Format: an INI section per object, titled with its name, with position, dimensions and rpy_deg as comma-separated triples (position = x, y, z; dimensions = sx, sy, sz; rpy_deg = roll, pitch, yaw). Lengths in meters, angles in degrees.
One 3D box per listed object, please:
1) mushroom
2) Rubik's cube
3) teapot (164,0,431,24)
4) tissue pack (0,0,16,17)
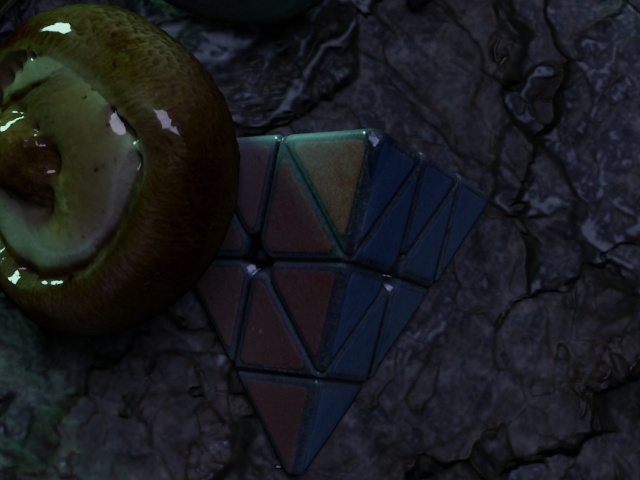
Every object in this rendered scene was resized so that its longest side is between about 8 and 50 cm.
[mushroom]
position = -0.170, -0.054, 1.226
dimensions = 0.153, 0.253, 0.253
rpy_deg = -7, 63, -55
[Rubik's cube]
position = -0.001, 0.002, 1.282
dimensions = 0.233, 0.229, 0.228
rpy_deg = -31, 29, 14
[teapot]
position = -0.017, -0.345, 1.390
dimensions = 0.305, 0.223, 0.285
rpy_deg = 16, 58, -1
[tissue pack]
position = -0.323, -0.255, 1.333
dimensions = 0.159, 0.125, 0.234
rpy_deg = 36, 65, 5
